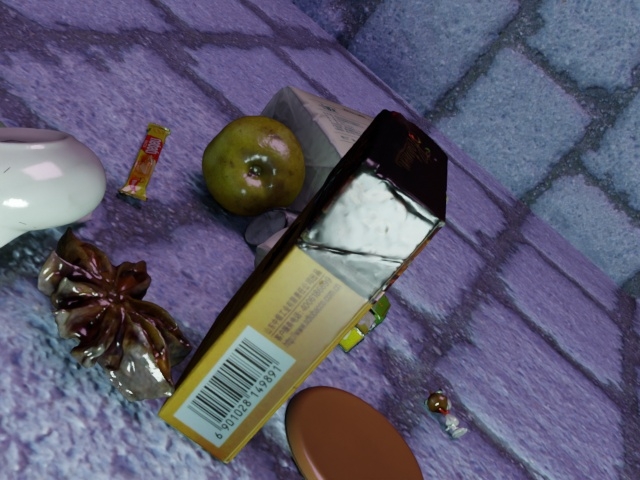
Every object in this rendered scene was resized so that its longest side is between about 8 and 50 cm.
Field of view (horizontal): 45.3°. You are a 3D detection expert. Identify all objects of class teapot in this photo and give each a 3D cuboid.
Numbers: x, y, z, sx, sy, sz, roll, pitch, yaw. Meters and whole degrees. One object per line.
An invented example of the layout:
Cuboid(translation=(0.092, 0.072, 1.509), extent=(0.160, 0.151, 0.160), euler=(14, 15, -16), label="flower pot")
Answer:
Cuboid(translation=(-0.369, -0.065, 0.974), extent=(0.299, 0.208, 0.166), euler=(-11, 97, -71), label="teapot")

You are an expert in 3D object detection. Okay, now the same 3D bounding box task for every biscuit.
Cuboid(translation=(-0.306, -0.140, 1.348), extent=(0.048, 0.026, 0.292), euler=(13, 29, -10), label="biscuit")

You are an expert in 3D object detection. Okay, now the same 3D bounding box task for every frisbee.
Cuboid(translation=(0.055, 0.305, 1.089), extent=(0.250, 0.021, 0.251), euler=(33, 24, -17), label="frisbee")

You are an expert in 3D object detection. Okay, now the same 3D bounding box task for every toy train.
Cuboid(translation=(0.070, 0.134, 1.366), extent=(0.081, 0.060, 0.202), euler=(46, 25, 1), label="toy train")

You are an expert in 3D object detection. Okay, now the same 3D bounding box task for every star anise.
Cuboid(translation=(-0.254, 0.092, 0.931), extent=(0.214, 0.099, 0.220), euler=(44, 14, -26), label="star anise")

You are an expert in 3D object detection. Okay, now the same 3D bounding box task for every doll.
Cuboid(translation=(0.214, 0.297, 1.314), extent=(0.058, 0.040, 0.085), euler=(36, 21, -34), label="doll")

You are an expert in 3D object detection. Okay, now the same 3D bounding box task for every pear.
Cuboid(translation=(-0.119, -0.134, 1.408), extent=(0.200, 0.200, 0.200), euler=(32, 24, -16), label="pear")

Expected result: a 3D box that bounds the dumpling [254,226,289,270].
Cuboid(translation=(-0.017, 0.063, 1.274), extent=(0.179, 0.131, 0.252), euler=(33, 0, 10), label="dumpling")

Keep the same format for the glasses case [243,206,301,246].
Cuboid(translation=(0.000, 0.000, 1.452), extent=(0.299, 0.114, 0.060), euler=(13, 61, -47), label="glasses case")

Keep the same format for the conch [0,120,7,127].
Cuboid(translation=(-0.462, -0.134, 1.054), extent=(0.170, 0.079, 0.106), euler=(29, 39, -31), label="conch")

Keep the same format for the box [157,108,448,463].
Cuboid(translation=(-0.012, 0.046, 0.951), extent=(0.115, 0.415, 0.264), euler=(37, 23, -5), label="box")

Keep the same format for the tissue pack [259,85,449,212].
Cuboid(translation=(0.057, -0.150, 1.668), extent=(0.380, 0.207, 0.297), euler=(11, 38, -47), label="tissue pack")
